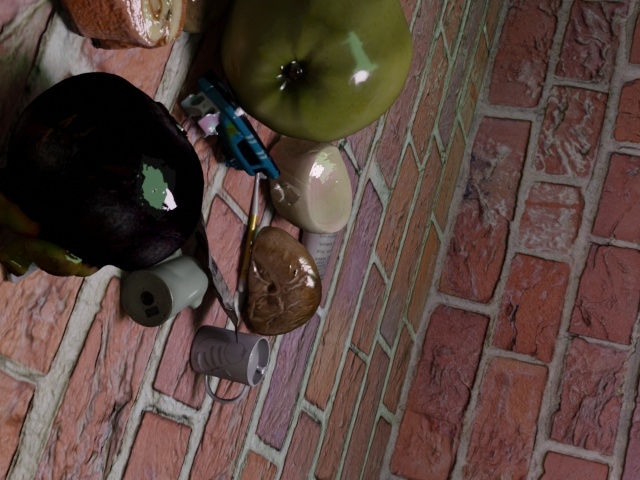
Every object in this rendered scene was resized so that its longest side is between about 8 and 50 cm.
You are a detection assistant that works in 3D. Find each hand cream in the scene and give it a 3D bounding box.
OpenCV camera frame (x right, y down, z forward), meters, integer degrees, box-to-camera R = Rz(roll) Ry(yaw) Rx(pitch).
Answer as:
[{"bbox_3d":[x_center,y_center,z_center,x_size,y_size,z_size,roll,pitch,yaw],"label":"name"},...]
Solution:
[{"bbox_3d":[0.000,0.000,2.228,0.140,0.089,0.314,-14,117,-66],"label":"hand cream"}]

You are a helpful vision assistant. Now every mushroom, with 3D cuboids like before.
[{"bbox_3d":[-0.069,0.107,1.972,0.156,0.151,0.285,-58,156,-49],"label":"mushroom"}]

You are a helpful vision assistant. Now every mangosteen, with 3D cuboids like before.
[{"bbox_3d":[-0.306,-0.063,1.207,0.302,0.275,0.275,-41,152,-3],"label":"mangosteen"}]

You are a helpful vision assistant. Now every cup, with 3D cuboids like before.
[{"bbox_3d":[-0.182,0.241,1.792,0.099,0.133,0.136,70,36,-55],"label":"cup"}]

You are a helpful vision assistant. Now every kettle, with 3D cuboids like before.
[{"bbox_3d":[-0.270,0.072,1.565,0.098,0.127,0.148,-53,172,23],"label":"kettle"}]

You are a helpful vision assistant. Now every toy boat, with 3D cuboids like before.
[{"bbox_3d":[-0.166,-0.189,1.700,0.092,0.134,0.299,-38,153,-4],"label":"toy boat"}]

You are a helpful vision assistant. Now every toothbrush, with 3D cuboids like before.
[{"bbox_3d":[-0.141,-0.032,1.924,0.021,0.024,0.288,2,98,-73],"label":"toothbrush"}]

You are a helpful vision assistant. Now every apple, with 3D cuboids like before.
[{"bbox_3d":[-0.011,-0.344,1.658,0.357,0.357,0.357,10,90,-69],"label":"apple"}]

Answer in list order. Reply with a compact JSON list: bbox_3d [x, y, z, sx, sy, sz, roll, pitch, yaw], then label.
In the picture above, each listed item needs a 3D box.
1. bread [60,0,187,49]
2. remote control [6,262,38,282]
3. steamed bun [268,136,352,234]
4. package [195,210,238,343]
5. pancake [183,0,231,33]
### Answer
[{"bbox_3d":[-0.275,-0.370,1.276,0.244,0.123,0.190,80,27,-46],"label":"bread"},{"bbox_3d":[-0.384,0.000,1.306,0.184,0.027,0.050,-42,136,-52],"label":"remote control"},{"bbox_3d":[-0.035,-0.105,1.982,0.152,0.170,0.238,-45,141,-32],"label":"steamed bun"},{"bbox_3d":[-0.193,0.072,1.716,0.239,0.030,0.154,76,-7,-45],"label":"package"},{"bbox_3d":[-0.194,-0.465,1.543,0.242,0.050,0.242,11,90,-70],"label":"pancake"}]
